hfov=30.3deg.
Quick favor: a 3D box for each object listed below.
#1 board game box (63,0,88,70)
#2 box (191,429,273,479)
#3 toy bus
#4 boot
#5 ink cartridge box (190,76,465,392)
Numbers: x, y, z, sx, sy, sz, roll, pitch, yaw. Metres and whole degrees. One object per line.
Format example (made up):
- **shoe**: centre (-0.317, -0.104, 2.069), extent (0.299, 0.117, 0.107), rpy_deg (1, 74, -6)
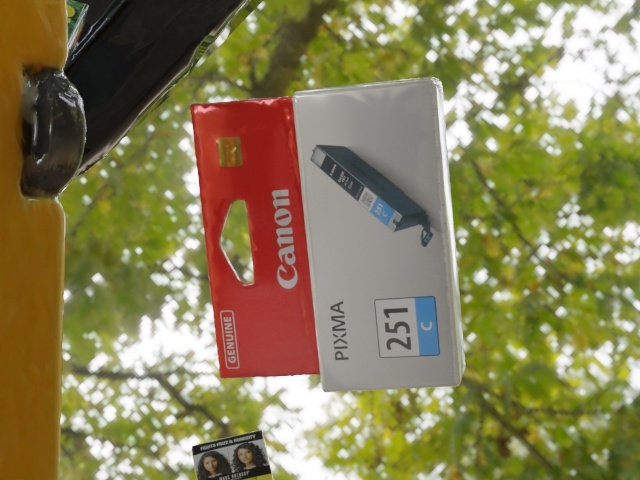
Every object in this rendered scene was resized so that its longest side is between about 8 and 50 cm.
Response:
- **board game box**: centre (-0.278, -0.132, 0.927), extent (0.259, 0.136, 0.030), rpy_deg (-82, 8, -50)
- **box**: centre (-0.078, 0.312, 1.239), extent (0.087, 0.232, 0.058), rpy_deg (-11, -46, -4)
- **toy bus**: centre (-0.170, 0.022, 0.457), extent (0.108, 0.130, 0.332), rpy_deg (2, -91, -41)
- **boot**: centre (-0.324, -0.242, 1.238), extent (0.445, 0.367, 0.146), rpy_deg (-45, 12, 5)
- **ink cartridge box**: centre (0.000, 0.000, 1.164), extent (0.261, 0.296, 0.066), rpy_deg (-4, 8, 13)
